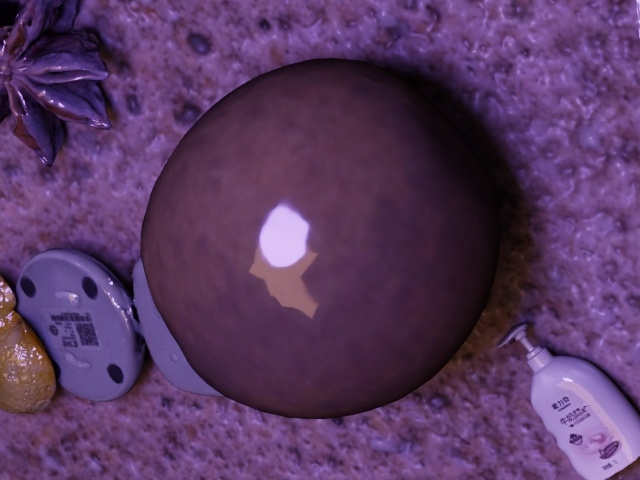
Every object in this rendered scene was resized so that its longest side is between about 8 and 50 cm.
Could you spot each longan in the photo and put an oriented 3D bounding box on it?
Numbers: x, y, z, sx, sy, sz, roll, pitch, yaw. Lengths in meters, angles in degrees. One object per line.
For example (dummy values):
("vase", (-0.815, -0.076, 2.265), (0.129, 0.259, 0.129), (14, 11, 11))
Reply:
("longan", (-0.002, 0.002, 1.602), (0.297, 0.297, 0.297), (10, 114, 23))

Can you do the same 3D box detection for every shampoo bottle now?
("shampoo bottle", (0.214, 0.132, 1.687), (0.077, 0.045, 0.152), (-36, 90, 33))

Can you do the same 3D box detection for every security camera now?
("security camera", (-0.161, 0.071, 1.836), (0.302, 0.080, 0.157), (-2, 111, 38))

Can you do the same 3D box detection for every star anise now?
("star anise", (-0.264, -0.178, 1.777), (0.231, 0.089, 0.209), (-32, 105, 38))

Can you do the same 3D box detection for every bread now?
("bread", (-0.332, 0.122, 1.926), (0.149, 0.065, 0.187), (50, 137, 8))

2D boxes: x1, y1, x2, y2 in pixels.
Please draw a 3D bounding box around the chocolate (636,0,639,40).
("chocolate", (0.330, -0.164, 1.468), (0.185, 0.100, 0.303), (6, 112, 53))
